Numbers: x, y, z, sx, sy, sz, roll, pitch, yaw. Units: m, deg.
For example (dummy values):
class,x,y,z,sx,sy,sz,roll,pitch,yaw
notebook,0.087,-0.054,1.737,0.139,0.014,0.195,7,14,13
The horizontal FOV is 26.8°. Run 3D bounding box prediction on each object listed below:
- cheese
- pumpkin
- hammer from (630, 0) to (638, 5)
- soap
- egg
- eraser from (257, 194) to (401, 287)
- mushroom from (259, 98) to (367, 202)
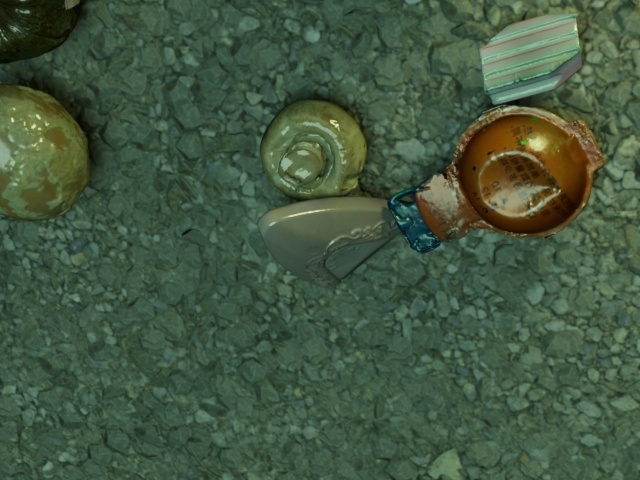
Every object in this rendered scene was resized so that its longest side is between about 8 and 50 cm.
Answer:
class,x,y,z,sx,sy,sz,roll,pitch,yaw
cheese,0.255,-0.081,1.976,0.329,0.129,0.217,-26,104,26
pumpkin,-0.501,-0.380,2.031,0.260,0.189,0.260,8,117,15
hammer,0.403,-0.367,1.860,0.035,0.019,0.110,-38,101,28
soap,0.302,-0.261,1.895,0.149,0.056,0.100,-15,66,21
egg,-0.475,-0.139,2.125,0.203,0.203,0.245,-20,125,24
eraser,0.000,0.001,2.053,0.204,0.243,0.059,-41,57,30
mushroom,-0.010,-0.131,2.035,0.166,0.127,0.166,6,121,9
